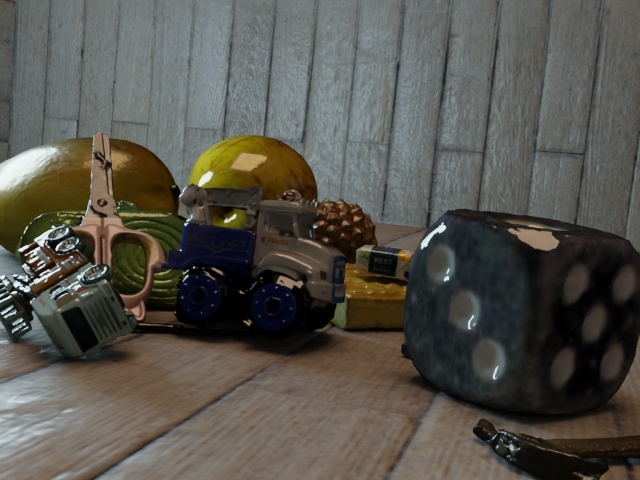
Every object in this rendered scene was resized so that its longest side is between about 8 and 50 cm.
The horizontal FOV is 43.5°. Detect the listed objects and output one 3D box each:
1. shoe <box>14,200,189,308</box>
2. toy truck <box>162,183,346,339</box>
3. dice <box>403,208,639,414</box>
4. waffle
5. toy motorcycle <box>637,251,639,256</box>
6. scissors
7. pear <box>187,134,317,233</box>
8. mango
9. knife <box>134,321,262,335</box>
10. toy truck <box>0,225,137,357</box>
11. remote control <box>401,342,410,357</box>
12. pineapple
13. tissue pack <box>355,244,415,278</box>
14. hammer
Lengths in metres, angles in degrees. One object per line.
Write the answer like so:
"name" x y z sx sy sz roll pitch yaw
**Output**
"shoe" -0.277 0.015 1.102 0.262 0.140 0.128 6 1 -26
"toy truck" -0.073 0.023 0.982 0.213 0.177 0.161 6 -1 15
"dice" 0.206 0.068 0.822 0.181 0.183 0.182 3 7 -36
"waffle" 0.057 0.079 1.190 0.167 0.057 0.274 3 6 -25
"toy motorcycle" 0.623 0.075 1.487 0.205 0.127 0.275 6 13 12
"scissors" -0.282 -0.027 1.035 0.160 0.318 0.024 2 -38 -20
"pear" -0.147 -0.087 1.675 0.280 0.281 0.281 5 6 -1
"mango" -0.442 -0.059 1.385 0.444 0.221 0.301 -2 7 32
"knife" -0.147 0.107 0.959 0.170 0.010 0.023 5 5 -17
"toy truck" -0.280 0.062 0.849 0.115 0.080 0.177 -32 34 -23
"remote control" 0.156 0.125 0.989 0.043 0.027 0.152 17 13 34
"pineapple" 0.000 0.000 1.452 0.193 0.166 0.166 1 7 -41
"tissue pack" 0.098 0.031 1.192 0.083 0.042 0.062 8 8 15
"hammer" 0.280 0.169 0.668 0.297 0.027 0.125 4 5 -20
